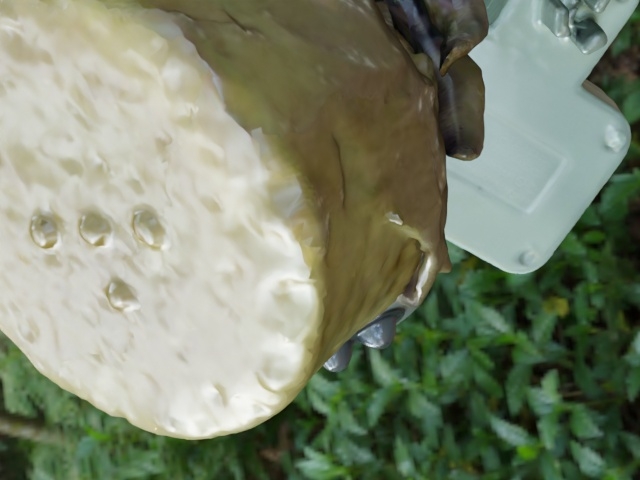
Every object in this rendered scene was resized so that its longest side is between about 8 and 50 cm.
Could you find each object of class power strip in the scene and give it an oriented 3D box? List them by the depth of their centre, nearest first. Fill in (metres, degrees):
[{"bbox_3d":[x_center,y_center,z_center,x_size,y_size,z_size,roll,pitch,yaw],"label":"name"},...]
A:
[{"bbox_3d":[0.149,-0.120,1.031,0.261,0.229,0.141,-56,17,18],"label":"power strip"}]

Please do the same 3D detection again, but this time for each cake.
[{"bbox_3d":[-0.053,-0.078,0.861,0.332,0.321,0.332,20,128,27],"label":"cake"}]

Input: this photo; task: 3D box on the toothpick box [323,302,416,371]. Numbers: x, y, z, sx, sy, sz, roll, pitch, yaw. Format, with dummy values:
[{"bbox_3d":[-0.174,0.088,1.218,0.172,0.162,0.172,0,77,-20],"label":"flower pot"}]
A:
[{"bbox_3d":[0.000,0.000,1.575,0.316,0.229,0.229,64,144,22],"label":"toothpick box"}]
